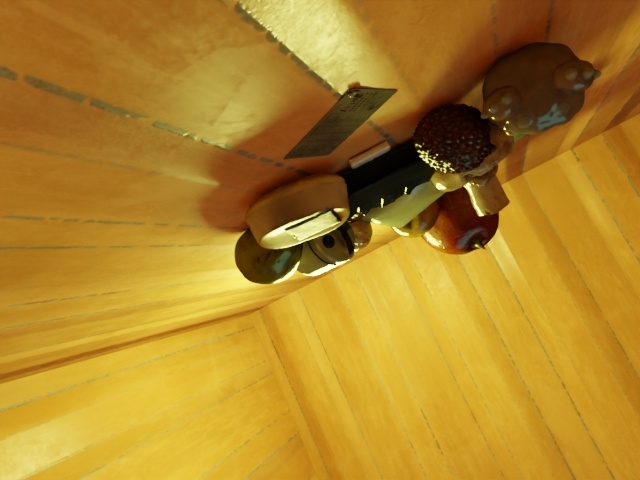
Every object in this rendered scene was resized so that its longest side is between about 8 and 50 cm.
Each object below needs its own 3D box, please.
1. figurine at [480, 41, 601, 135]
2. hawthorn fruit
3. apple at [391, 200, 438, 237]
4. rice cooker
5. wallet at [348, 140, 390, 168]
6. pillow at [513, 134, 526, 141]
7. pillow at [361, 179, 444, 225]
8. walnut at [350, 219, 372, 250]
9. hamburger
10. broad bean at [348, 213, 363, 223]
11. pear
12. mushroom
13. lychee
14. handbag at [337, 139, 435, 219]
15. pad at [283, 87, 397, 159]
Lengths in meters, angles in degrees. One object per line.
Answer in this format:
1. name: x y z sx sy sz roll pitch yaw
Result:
1. figurine: 0.520 -0.369 1.128 0.248 0.203 0.380 -13 -172 22
2. hawthorn fruit: 0.652 -0.109 2.108 0.403 0.402 0.403 -24 170 -5
3. apple: 0.401 -0.130 1.968 0.237 0.237 0.207 -34 -178 41
4. rice cooker: 0.000 0.000 1.648 0.226 0.226 0.244 -16 171 -41
5. wallet: 0.139 -0.242 1.292 0.122 0.025 0.061 -27 176 7
6. pillow: 0.764 -0.433 1.654 0.302 0.075 0.185 -36 168 35
7. pillow: 0.323 -0.163 1.723 0.255 0.119 0.322 8 142 -38
8. walnut: 0.114 -0.035 1.817 0.197 0.165 0.165 15 156 -15
9. hamburger: -0.063 -0.089 1.256 0.295 0.151 0.227 -17 164 -1
10. broad bean: 0.122 -0.125 1.674 0.114 0.084 0.165 -7 160 -19
11. pear: -0.167 0.039 1.485 0.212 0.212 0.269 -14 160 -47
12. mushroom: 0.526 -0.228 1.494 0.292 0.290 0.292 -33 179 0
13. lychee: 0.362 -0.268 1.203 0.238 0.200 0.200 7 162 -11
14. handbag: 0.200 -0.190 1.448 0.326 0.118 0.269 -24 163 -1
15. pad: 0.042 -0.257 1.030 0.159 0.009 0.265 -16 167 -43
